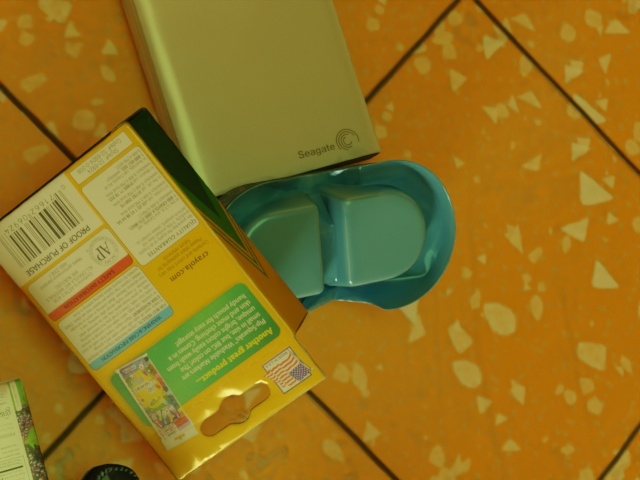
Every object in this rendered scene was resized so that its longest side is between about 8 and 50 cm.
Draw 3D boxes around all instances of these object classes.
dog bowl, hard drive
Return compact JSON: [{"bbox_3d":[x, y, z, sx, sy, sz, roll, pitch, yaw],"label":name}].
[{"bbox_3d":[0.000,0.000,2.014,0.297,0.074,0.166,-12,106,-25],"label":"dog bowl"},{"bbox_3d":[-0.091,-0.233,2.058,0.233,0.047,0.353,-16,87,-25],"label":"hard drive"}]

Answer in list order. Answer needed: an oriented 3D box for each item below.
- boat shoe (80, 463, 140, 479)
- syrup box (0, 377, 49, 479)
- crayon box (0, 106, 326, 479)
[{"bbox_3d":[-0.190,0.348,1.844,0.109,0.089,0.258,-3,80,-24],"label":"boat shoe"},{"bbox_3d":[-0.318,0.264,1.834,0.096,0.093,0.237,-15,86,-26],"label":"syrup box"},{"bbox_3d":[-0.162,0.055,1.891,0.203,0.083,0.323,-36,96,17],"label":"crayon box"}]
